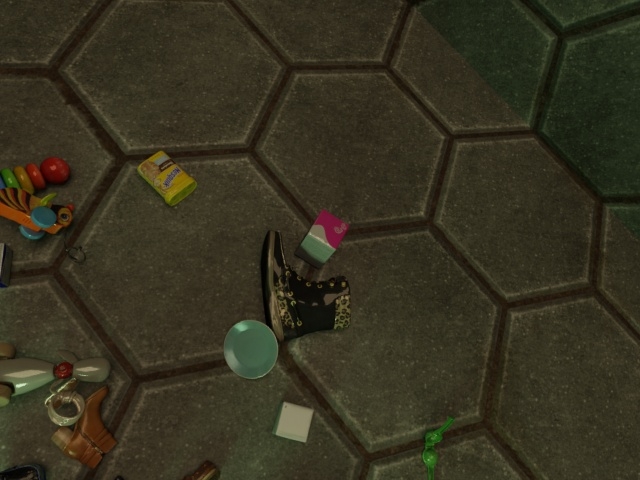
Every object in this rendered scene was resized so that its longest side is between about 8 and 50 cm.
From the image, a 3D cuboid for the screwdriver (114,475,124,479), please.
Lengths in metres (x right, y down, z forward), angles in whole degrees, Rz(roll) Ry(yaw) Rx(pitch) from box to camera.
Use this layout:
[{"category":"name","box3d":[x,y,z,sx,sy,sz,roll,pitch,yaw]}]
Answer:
[{"category":"screwdriver","box3d":[-0.530,0.740,1.292,0.025,0.024,0.170,-32,87,7]}]

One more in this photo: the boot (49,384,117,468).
[{"category":"boot","box3d":[-0.644,0.534,1.318,0.152,0.073,0.197,41,63,-6]}]

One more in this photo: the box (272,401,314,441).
[{"category":"box","box3d":[-0.087,0.567,1.434,0.101,0.087,0.102,18,66,-7]}]

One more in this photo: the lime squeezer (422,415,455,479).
[{"category":"lime squeezer","box3d":[0.383,0.700,1.507,0.058,0.110,0.310,7,98,-29]}]

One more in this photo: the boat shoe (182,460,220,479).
[{"category":"boat shoe","box3d":[-0.376,0.715,1.322,0.178,0.064,0.060,-36,51,-25]}]

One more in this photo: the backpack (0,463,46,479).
[{"category":"backpack","box3d":[-0.796,0.651,1.216,0.114,0.084,0.105,-13,72,-15]}]

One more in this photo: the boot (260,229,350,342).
[{"category":"boot","box3d":[-0.052,0.149,1.567,0.284,0.138,0.378,-3,79,-16]}]

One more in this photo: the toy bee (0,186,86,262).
[{"category":"toy bee","box3d":[-0.871,-0.072,1.452,0.195,0.298,0.162,-15,39,15]}]

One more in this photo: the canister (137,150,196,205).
[{"category":"canister","box3d":[-0.545,-0.222,1.624,0.170,0.073,0.126,43,65,6]}]

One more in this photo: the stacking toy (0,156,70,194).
[{"category":"stacking toy","box3d":[-0.984,-0.187,1.472,0.330,0.141,0.141,-29,79,-29]}]

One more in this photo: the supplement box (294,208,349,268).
[{"category":"supplement box","box3d":[0.000,0.000,1.601,0.114,0.220,0.111,31,65,-1]}]

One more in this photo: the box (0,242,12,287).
[{"category":"box","box3d":[-1.023,0.078,1.382,0.137,0.072,0.126,-1,70,-15]}]

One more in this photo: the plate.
[{"category":"plate","box3d":[-0.223,0.350,1.482,0.188,0.024,0.188,-1,86,14]}]

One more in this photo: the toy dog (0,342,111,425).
[{"category":"toy dog","box3d":[-0.788,0.394,1.293,0.333,0.161,0.220,21,50,-10]}]
